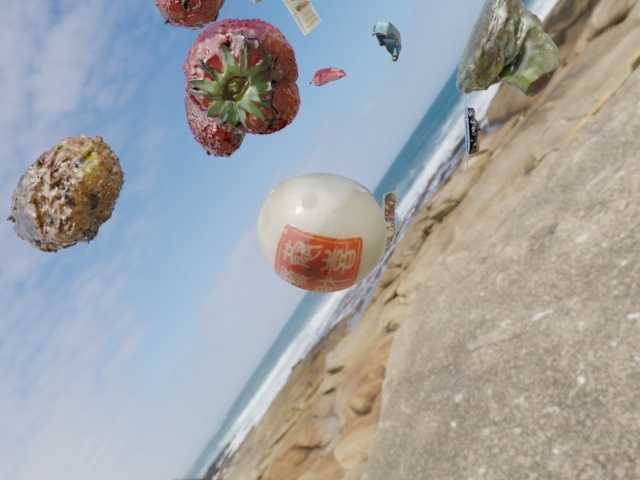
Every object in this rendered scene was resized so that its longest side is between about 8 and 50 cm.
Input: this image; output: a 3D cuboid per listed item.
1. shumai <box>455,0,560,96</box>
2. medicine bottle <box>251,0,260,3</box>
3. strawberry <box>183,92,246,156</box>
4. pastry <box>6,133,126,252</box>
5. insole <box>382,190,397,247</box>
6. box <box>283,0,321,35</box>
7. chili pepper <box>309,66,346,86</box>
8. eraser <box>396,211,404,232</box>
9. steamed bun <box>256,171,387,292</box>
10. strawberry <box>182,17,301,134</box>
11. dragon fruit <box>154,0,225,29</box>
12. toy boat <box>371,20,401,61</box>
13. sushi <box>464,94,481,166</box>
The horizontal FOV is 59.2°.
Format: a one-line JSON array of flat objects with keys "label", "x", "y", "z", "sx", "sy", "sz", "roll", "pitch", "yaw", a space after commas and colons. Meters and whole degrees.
[{"label": "shumai", "x": 0.560, "y": -0.549, "z": 1.614, "sx": 0.309, "sy": 0.263, "sz": 0.304, "roll": 110, "pitch": -179, "yaw": -82}, {"label": "medicine bottle", "x": -0.335, "y": -1.116, "z": 2.348, "sx": 0.145, "sy": 0.252, "sz": 0.144, "roll": -54, "pitch": -1, "yaw": -2}, {"label": "strawberry", "x": -0.312, "y": -0.406, "z": 1.734, "sx": 0.274, "sy": 0.220, "sz": 0.274, "roll": -155, "pitch": 90, "yaw": -86}, {"label": "pastry", "x": -0.807, "y": -0.134, "z": 1.790, "sx": 0.405, "sy": 0.292, "sz": 0.337, "roll": -43, "pitch": 14, "yaw": 15}, {"label": "insole", "x": 0.235, "y": -0.070, "z": 1.932, "sx": 0.004, "sy": 0.065, "sz": 0.197, "roll": -145, "pitch": 58, "yaw": -73}, {"label": "box", "x": -0.086, "y": -0.913, "z": 2.164, "sx": 0.032, "sy": 0.220, "sz": 0.122, "roll": -13, "pitch": 31, "yaw": 44}, {"label": "chili pepper", "x": 0.018, "y": -0.542, "z": 1.858, "sx": 0.059, "sy": 0.050, "sz": 0.268, "roll": -41, "pitch": 22, "yaw": -10}, {"label": "eraser", "x": 0.313, "y": -0.083, "z": 2.372, "sx": 0.085, "sy": 0.027, "sz": 0.063, "roll": 58, "pitch": 140, "yaw": 45}, {"label": "steamed bun", "x": 0.000, "y": 0.000, "z": 1.580, "sx": 0.374, "sy": 0.374, "sz": 0.241, "roll": -57, "pitch": 15, "yaw": 36}, {"label": "strawberry", "x": -0.162, "y": -0.362, "z": 1.231, "sx": 0.288, "sy": 0.238, "sz": 0.250, "roll": -82, "pitch": -6, "yaw": -56}, {"label": "dragon fruit", "x": -0.475, "y": -0.894, "z": 2.077, "sx": 0.298, "sy": 0.244, "sz": 0.244, "roll": -22, "pitch": -30, "yaw": -57}, {"label": "toy boat", "x": 0.228, "y": -0.665, "z": 1.890, "sx": 0.185, "sy": 0.075, "sz": 0.077, "roll": 8, "pitch": -86, "yaw": -66}, {"label": "sushi", "x": 0.535, "y": -0.383, "z": 1.965, "sx": 0.192, "sy": 0.050, "sz": 0.215, "roll": 60, "pitch": -151, "yaw": -66}]
